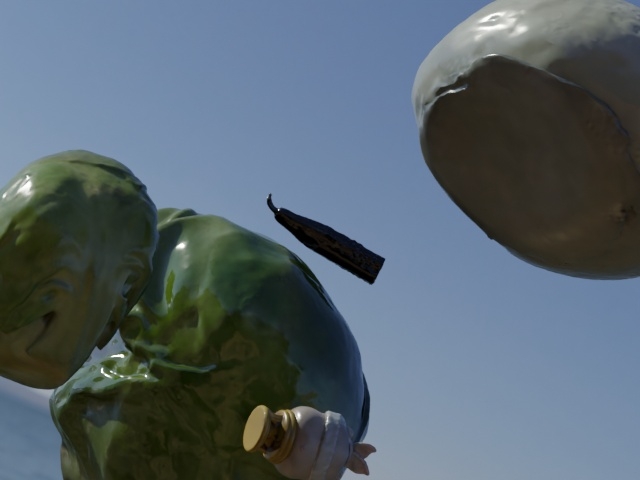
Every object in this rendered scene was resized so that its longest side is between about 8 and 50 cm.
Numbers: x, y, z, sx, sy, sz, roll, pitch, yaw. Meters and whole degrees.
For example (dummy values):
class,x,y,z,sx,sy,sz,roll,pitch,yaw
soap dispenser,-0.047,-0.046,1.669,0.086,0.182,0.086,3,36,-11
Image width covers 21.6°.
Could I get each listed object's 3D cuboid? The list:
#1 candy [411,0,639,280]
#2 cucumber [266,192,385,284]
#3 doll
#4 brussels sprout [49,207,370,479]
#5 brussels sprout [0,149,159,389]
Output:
class,x,y,z,sx,sy,sz,roll,pitch,yaw
candy,0.220,-0.092,1.430,0.295,0.185,0.295,31,-35,25
cucumber,0.000,0.000,2.009,0.163,0.039,0.043,28,-49,-5
doll,-0.012,0.196,1.605,0.127,0.073,0.084,20,-11,-22
brussels sprout,-0.113,0.174,1.971,0.361,0.425,0.342,2,3,35
brussels sprout,-0.243,0.019,1.516,0.161,0.223,0.223,38,-14,-21
